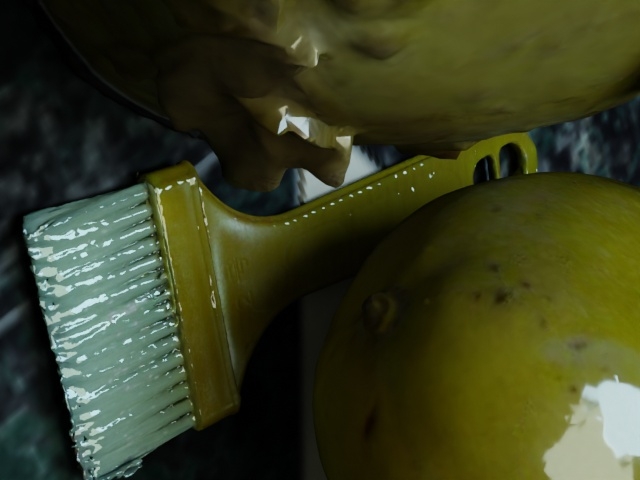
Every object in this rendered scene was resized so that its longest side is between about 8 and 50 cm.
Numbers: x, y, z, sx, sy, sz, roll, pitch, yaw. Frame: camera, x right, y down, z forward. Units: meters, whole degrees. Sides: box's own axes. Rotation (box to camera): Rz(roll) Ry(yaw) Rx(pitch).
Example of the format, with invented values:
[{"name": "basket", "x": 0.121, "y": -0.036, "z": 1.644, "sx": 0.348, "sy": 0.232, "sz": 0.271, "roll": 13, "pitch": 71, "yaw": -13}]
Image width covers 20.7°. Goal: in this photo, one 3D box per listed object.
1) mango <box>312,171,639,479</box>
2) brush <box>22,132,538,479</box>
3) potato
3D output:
[{"name": "mango", "x": 0.097, "y": 0.050, "z": 0.563, "sx": 0.251, "sy": 0.114, "sz": 0.156, "roll": -13, "pitch": 66, "yaw": -52}, {"name": "brush", "x": 0.000, "y": 0.000, "z": 0.553, "sx": 0.218, "sy": 0.010, "sz": 0.083, "roll": -24, "pitch": 112, "yaw": -42}, {"name": "potato", "x": 0.032, "y": -0.169, "z": 0.432, "sx": 0.246, "sy": 0.196, "sz": 0.300, "roll": -35, "pitch": 118, "yaw": -38}]
